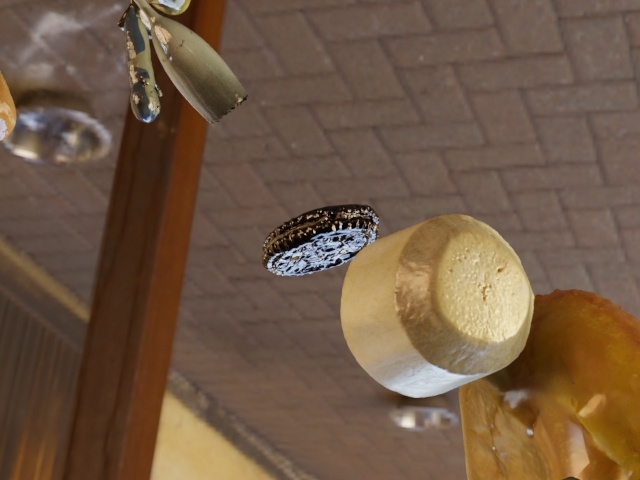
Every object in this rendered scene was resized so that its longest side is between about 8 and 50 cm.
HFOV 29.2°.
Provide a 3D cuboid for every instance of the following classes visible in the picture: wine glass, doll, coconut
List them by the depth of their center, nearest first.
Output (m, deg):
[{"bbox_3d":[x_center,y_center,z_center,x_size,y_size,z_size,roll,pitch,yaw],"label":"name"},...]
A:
[{"bbox_3d":[-0.174,-0.170,1.189,0.027,0.125,0.037,-13,158,11],"label":"doll"},{"bbox_3d":[-0.155,-0.212,1.295,0.198,0.066,0.066,50,145,-2],"label":"wine glass"},{"bbox_3d":[0.129,0.079,1.436,0.202,0.202,0.222,19,157,-25],"label":"coconut"}]

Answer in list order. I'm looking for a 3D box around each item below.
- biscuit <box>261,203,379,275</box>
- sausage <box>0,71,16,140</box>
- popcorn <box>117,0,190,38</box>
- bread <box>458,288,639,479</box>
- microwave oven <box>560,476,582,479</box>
[{"bbox_3d":[0.000,0.000,1.872,0.194,0.053,0.194,-15,161,-5],"label":"biscuit"},{"bbox_3d":[-0.520,-0.225,1.715,0.136,0.241,0.120,-27,177,-4],"label":"sausage"},{"bbox_3d":[-0.182,-0.419,1.511,0.315,0.281,0.297,-21,160,-16],"label":"popcorn"},{"bbox_3d":[0.349,0.258,1.548,0.250,0.361,0.394,-25,136,-14],"label":"bread"},{"bbox_3d":[0.208,0.489,1.094,0.374,0.432,0.236,-18,-170,-24],"label":"microwave oven"}]
